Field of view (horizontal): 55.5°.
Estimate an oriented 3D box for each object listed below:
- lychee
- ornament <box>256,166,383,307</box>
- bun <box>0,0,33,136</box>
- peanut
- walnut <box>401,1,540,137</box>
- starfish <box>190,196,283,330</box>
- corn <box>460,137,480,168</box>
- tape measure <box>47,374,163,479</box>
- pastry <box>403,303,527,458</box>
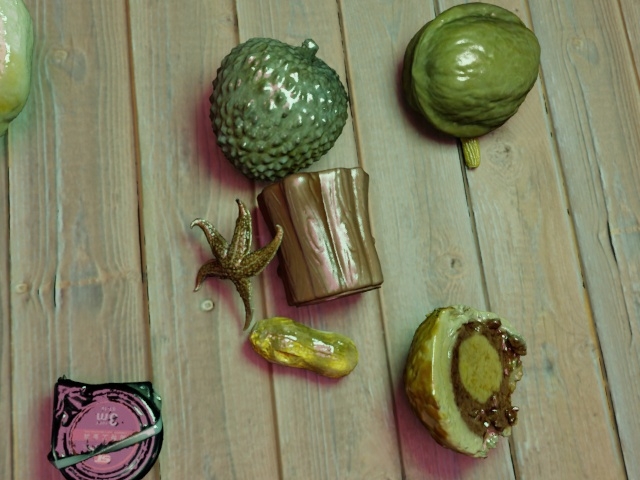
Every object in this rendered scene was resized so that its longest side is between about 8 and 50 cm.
[{"bbox_3d":[-0.079,-0.244,1.125,0.255,0.255,0.275,23,106,-5],"label":"lychee"},{"bbox_3d":[0.000,0.000,1.102,0.221,0.235,0.218,-16,83,20],"label":"ornament"},{"bbox_3d":[-0.673,-0.318,1.029,0.364,0.219,0.366,-1,92,-19],"label":"bun"},{"bbox_3d":[-0.030,0.193,1.106,0.206,0.087,0.087,17,75,-9],"label":"peanut"},{"bbox_3d":[0.302,-0.337,1.216,0.282,0.227,0.283,-7,108,-21],"label":"walnut"},{"bbox_3d":[-0.147,0.045,1.075,0.213,0.057,0.238,-10,92,32],"label":"starfish"},{"bbox_3d":[0.317,-0.196,1.284,0.037,0.037,0.093,-5,81,-12],"label":"corn"},{"bbox_3d":[-0.350,0.320,1.004,0.181,0.107,0.181,7,73,-9],"label":"tape measure"},{"bbox_3d":[0.235,0.246,1.097,0.236,0.170,0.256,20,73,-31],"label":"pastry"}]
